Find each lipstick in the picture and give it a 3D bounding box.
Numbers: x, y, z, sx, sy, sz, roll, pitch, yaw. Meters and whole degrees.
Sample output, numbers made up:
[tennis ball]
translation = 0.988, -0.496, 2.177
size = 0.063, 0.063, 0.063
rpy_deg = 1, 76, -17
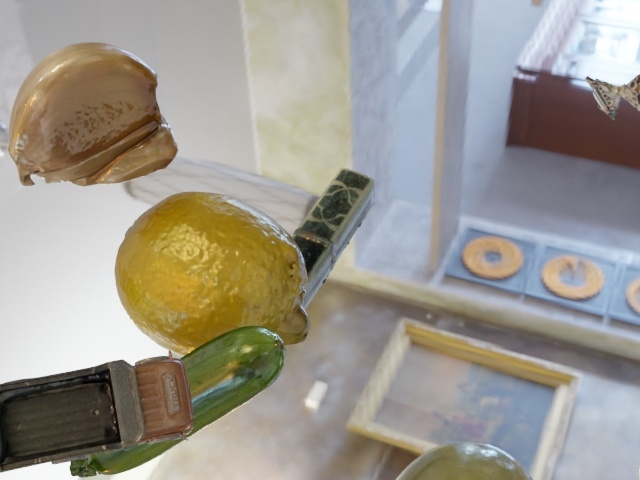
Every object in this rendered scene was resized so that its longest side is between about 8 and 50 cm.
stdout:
[lipstick]
translation = 0.000, 0.000, 1.621
size = 0.290, 0.077, 0.076
rpy_deg = -56, -23, -33

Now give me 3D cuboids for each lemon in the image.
[lemon]
translation = -0.153, 0.057, 1.419
size = 0.245, 0.319, 0.245
rpy_deg = -57, -15, -26

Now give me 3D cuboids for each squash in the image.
[squash]
translation = -0.193, 0.214, 1.262
size = 0.378, 0.101, 0.101
rpy_deg = -36, -4, 25

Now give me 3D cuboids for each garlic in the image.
[garlic]
translation = -0.327, -0.170, 1.343
size = 0.228, 0.110, 0.217
rpy_deg = -24, -46, -20

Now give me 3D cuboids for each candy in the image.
[candy]
translation = 0.450, -0.183, 1.243
size = 0.051, 0.226, 0.094
rpy_deg = -45, -46, -39

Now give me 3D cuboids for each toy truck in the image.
[toy truck]
translation = -0.208, 0.153, 0.866
size = 0.092, 0.192, 0.083
rpy_deg = 134, 126, -72

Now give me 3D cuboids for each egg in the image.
[egg]
translation = 0.182, 0.408, 1.347
size = 0.295, 0.218, 0.218
rpy_deg = -31, -45, -37

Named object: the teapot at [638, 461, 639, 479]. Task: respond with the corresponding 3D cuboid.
[teapot]
translation = 0.552, 0.413, 1.365
size = 0.300, 0.166, 0.208
rpy_deg = 59, -155, -2
